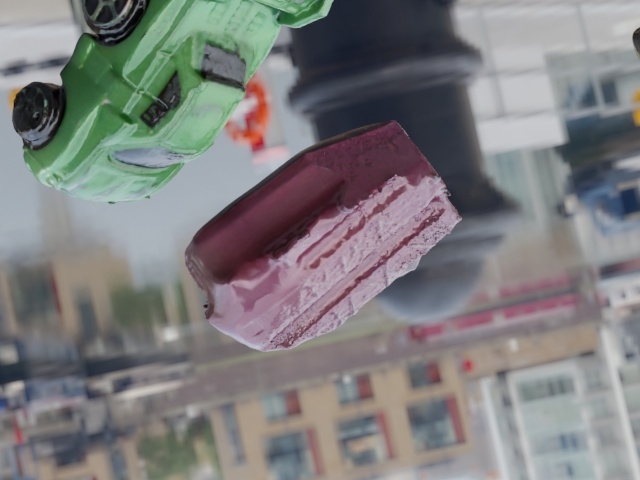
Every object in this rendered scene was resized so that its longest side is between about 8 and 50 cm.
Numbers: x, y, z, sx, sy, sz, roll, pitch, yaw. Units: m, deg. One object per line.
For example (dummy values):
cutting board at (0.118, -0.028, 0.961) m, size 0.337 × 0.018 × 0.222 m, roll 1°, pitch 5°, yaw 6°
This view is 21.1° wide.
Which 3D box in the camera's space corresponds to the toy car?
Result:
toy car at (-0.166, -0.182, 1.876) m, size 0.213 × 0.176 × 0.359 m, roll 12°, pitch 118°, yaw -54°

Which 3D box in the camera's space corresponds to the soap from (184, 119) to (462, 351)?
soap at (0.000, 0.000, 2.070) m, size 0.325 × 0.127 × 0.220 m, roll -40°, pitch 144°, yaw 0°

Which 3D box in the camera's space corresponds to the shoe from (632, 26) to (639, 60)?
shoe at (0.395, -0.220, 1.705) m, size 0.180 × 0.089 × 0.092 m, roll -22°, pitch 165°, yaw -32°
